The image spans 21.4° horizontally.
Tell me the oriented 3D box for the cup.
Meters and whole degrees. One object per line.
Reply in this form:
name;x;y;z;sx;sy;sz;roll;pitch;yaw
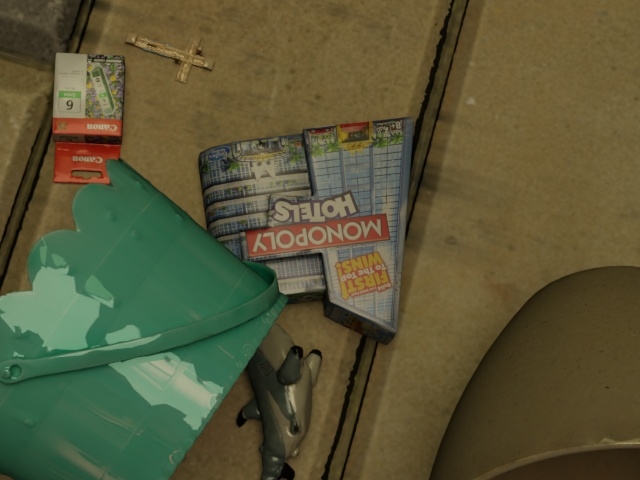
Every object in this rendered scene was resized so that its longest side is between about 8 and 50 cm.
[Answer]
cup;0.245;0.163;1.377;0.331;0.331;0.237;8;49;-3

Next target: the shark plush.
shark plush;-0.041;0.151;1.476;0.067;0.073;0.161;3;96;15

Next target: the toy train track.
toy train track;-0.138;-0.174;1.551;0.083;0.014;0.048;18;75;0

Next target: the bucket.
bucket;-0.165;0.090;1.358;0.183;0.281;0.281;35;75;-2

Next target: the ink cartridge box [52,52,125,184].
ink cartridge box;-0.208;-0.109;1.520;0.063;0.029;0.115;2;76;-5

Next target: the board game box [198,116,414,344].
board game box;0.000;0.000;1.497;0.194;0.060;0.194;-7;76;-7
